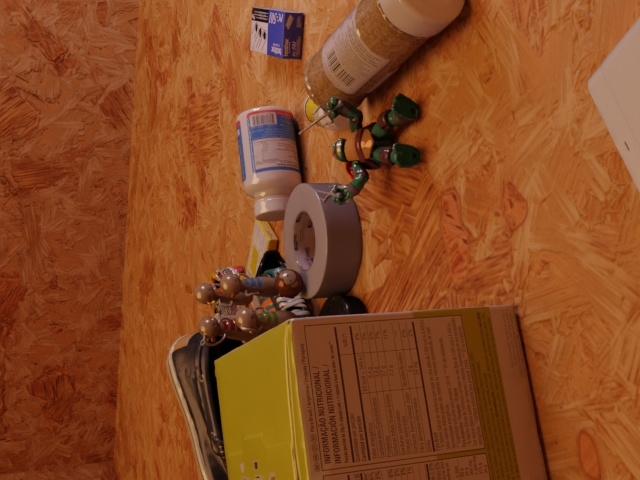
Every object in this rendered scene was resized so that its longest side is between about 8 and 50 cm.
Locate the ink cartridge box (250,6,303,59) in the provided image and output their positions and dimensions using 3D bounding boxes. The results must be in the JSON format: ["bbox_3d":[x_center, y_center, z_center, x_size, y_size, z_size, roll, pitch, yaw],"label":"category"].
[{"bbox_3d":[-0.096,-0.446,1.905,0.207,0.046,0.097,-146,56,-62],"label":"ink cartridge box"}]

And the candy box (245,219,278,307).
[{"bbox_3d":[-0.141,0.057,2.073,0.105,0.027,0.205,-126,40,-48],"label":"candy box"}]

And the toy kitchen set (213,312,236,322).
[{"bbox_3d":[-0.151,0.270,1.940,0.122,0.166,0.207,121,140,-52],"label":"toy kitchen set"}]

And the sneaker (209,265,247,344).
[{"bbox_3d":[-0.231,0.178,2.209,0.088,0.093,0.225,147,118,-63],"label":"sneaker"}]

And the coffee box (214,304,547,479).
[{"bbox_3d":[0.069,0.290,1.220,0.338,0.335,0.338,144,121,-63],"label":"coffee box"}]

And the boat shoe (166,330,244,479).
[{"bbox_3d":[-0.153,0.397,1.795,0.156,0.187,0.500,-37,71,37],"label":"boat shoe"}]

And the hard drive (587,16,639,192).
[{"bbox_3d":[0.382,-0.175,0.830,0.307,0.040,0.203,120,141,-52],"label":"hard drive"}]

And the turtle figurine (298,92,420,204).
[{"bbox_3d":[0.065,-0.158,1.470,0.234,0.118,0.175,-10,97,51],"label":"turtle figurine"}]

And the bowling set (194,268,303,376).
[{"bbox_3d":[-0.139,0.121,1.692,0.287,0.154,0.199,55,129,44],"label":"bowling set"}]

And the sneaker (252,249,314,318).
[{"bbox_3d":[-0.076,0.121,1.828,0.302,0.108,0.121,-131,40,-57],"label":"sneaker"}]

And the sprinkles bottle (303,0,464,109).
[{"bbox_3d":[0.087,-0.317,1.396,0.355,0.121,0.121,147,118,-63],"label":"sprinkles bottle"}]

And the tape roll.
[{"bbox_3d":[0.000,0.000,1.687,0.219,0.072,0.219,177,90,-67],"label":"tape roll"}]

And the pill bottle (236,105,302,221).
[{"bbox_3d":[-0.105,-0.156,1.851,0.124,0.124,0.221,148,118,-64],"label":"pill bottle"}]

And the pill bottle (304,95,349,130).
[{"bbox_3d":[0.019,-0.236,1.632,0.116,0.065,0.065,-145,56,-61],"label":"pill bottle"}]

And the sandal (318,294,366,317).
[{"bbox_3d":[0.022,0.322,1.653,0.167,0.107,0.445,38,113,62],"label":"sandal"}]
